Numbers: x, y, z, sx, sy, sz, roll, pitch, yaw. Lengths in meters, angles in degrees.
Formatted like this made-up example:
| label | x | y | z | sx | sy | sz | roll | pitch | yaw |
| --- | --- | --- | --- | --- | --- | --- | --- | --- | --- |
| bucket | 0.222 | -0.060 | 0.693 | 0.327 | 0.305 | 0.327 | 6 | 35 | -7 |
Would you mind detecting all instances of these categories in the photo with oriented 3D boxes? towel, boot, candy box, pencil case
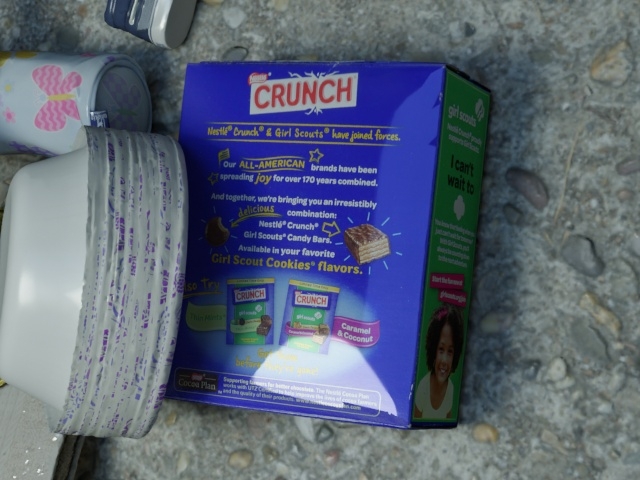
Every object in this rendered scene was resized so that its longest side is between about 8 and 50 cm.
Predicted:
| label | x | y | z | sx | sy | sz | roll | pitch | yaw |
| --- | --- | --- | --- | --- | --- | --- | --- | --- | --- |
| towel | -0.336 | 0.234 | 1.330 | 0.187 | 0.049 | 0.282 | 0 | 64 | 26 |
| boot | -0.161 | -0.297 | 1.348 | 0.086 | 0.069 | 0.190 | 22 | 95 | 22 |
| candy box | 0.000 | 0.000 | 1.211 | 0.268 | 0.122 | 0.317 | 4 | 87 | 27 |
| pencil case | -0.309 | -0.137 | 1.375 | 0.273 | 0.113 | 0.124 | 6 | 116 | 25 |

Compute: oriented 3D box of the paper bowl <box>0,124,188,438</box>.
| label | x | y | z | sx | sy | sz | roll | pitch | yaw |
| --- | --- | --- | --- | --- | --- | --- | --- | --- | --- |
| paper bowl | -0.218 | 0.036 | 1.207 | 0.148 | 0.284 | 0.284 | 6 | 85 | -17 |

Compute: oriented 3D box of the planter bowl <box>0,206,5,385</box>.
| label | x | y | z | sx | sy | sz | roll | pitch | yaw |
| --- | --- | --- | --- | --- | --- | --- | --- | --- | --- |
| planter bowl | -0.379 | 0.048 | 1.365 | 0.217 | 0.090 | 0.217 | -13 | 62 | 25 |

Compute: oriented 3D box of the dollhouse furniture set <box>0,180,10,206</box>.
| label | x | y | z | sx | sy | sz | roll | pitch | yaw |
| --- | --- | --- | --- | --- | --- | --- | --- | --- | --- |
| dollhouse furniture set | -0.461 | -0.028 | 1.347 | 0.303 | 0.198 | 0.286 | -36 | 28 | 51 |
